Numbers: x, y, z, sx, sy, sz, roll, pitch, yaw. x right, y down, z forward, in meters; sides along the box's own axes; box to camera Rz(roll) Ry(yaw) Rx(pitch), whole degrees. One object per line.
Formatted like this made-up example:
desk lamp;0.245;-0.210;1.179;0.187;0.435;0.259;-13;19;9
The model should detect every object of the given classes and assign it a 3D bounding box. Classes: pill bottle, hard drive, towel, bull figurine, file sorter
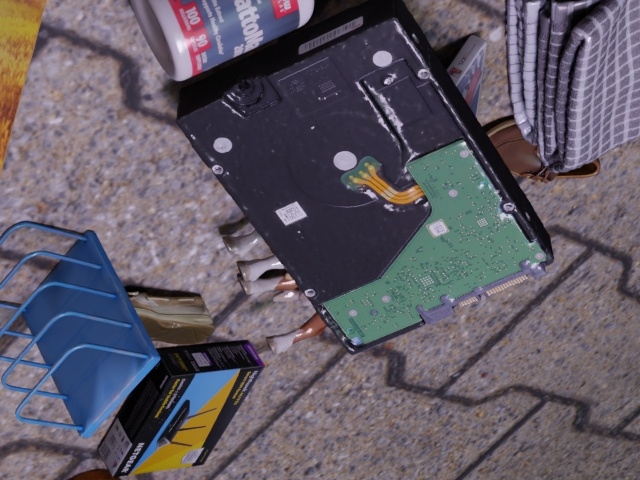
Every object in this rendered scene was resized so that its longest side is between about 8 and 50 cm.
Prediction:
pill bottle;-0.066;-0.220;1.650;0.180;0.108;0.108;-26;148;-12
hard drive;0.048;-0.057;1.840;0.237;0.064;0.339;-24;124;19
towel;0.321;-0.213;1.998;0.235;0.121;0.283;-27;148;-11
bull figurine;0.000;0.000;2.026;0.188;0.101;0.310;-25;146;-5
file sorter;-0.255;0.081;1.840;0.104;0.170;0.118;17;123;-48

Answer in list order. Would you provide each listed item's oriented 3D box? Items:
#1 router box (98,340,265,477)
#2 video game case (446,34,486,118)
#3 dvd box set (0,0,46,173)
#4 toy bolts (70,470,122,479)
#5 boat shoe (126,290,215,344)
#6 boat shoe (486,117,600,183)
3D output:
router box;-0.159;0.193;2.198;0.133;0.046;0.179;-4;138;-40
video game case;0.117;-0.085;1.993;0.183;0.023;0.201;-55;160;-32
dvd box set;-0.315;-0.186;1.217;0.308;0.062;0.420;13;95;-36
toy bolts;-0.246;0.368;2.332;0.228;0.158;0.218;-4;99;-25
boat shoe;-0.180;0.076;2.029;0.153;0.048;0.056;7;144;-38
boat shoe;0.247;-0.098;2.149;0.178;0.060;0.064;-2;137;-41
